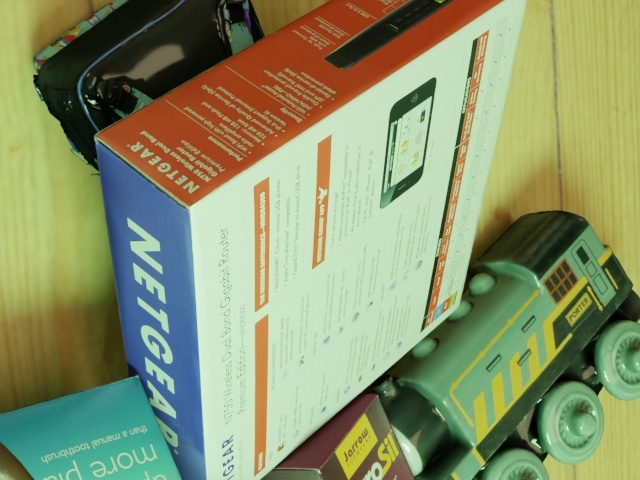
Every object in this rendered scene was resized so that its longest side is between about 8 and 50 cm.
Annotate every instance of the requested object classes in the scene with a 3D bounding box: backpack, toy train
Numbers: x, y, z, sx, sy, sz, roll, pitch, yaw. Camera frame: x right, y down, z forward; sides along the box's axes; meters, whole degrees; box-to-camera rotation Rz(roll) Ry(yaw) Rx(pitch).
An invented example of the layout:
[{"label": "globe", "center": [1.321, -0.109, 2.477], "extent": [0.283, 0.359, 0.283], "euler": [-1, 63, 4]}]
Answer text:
[{"label": "backpack", "center": [-0.096, -0.085, 0.744], "extent": [0.158, 0.117, 0.173], "euler": [-45, 125, -24]}, {"label": "toy train", "center": [0.176, 0.124, 0.981], "extent": [0.334, 0.142, 0.190], "euler": [-42, 107, -24]}]

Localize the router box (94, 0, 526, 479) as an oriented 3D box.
[{"label": "router box", "center": [0.000, 0.000, 0.742], "extent": [0.301, 0.082, 0.335], "euler": [-36, 148, -32]}]

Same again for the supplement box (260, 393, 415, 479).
[{"label": "supplement box", "center": [0.027, 0.233, 0.869], "extent": [0.104, 0.081, 0.188], "euler": [-44, 117, -47]}]

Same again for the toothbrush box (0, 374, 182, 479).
[{"label": "toothbrush box", "center": [-0.169, 0.260, 0.636], "extent": [0.216, 0.126, 0.295], "euler": [-12, 67, -36]}]

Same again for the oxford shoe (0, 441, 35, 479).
[{"label": "oxford shoe", "center": [-0.279, 0.194, 0.492], "extent": [0.364, 0.130, 0.133], "euler": [-37, 123, 23]}]
